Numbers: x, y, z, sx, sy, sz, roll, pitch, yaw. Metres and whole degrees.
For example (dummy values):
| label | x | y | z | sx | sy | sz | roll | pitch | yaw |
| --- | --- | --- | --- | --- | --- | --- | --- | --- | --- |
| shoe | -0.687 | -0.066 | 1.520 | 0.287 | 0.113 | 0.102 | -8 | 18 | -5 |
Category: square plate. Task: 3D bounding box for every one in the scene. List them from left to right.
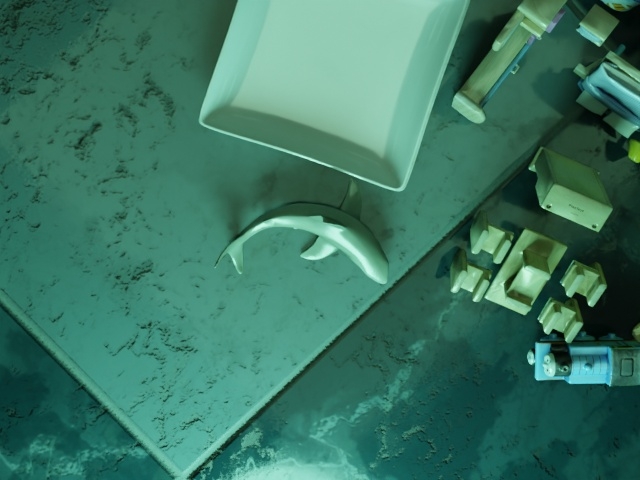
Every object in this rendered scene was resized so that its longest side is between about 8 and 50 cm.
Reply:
| label | x | y | z | sx | sy | sz | roll | pitch | yaw |
| --- | --- | --- | --- | --- | --- | --- | --- | --- | --- |
| square plate | 0.023 | -0.292 | 1.445 | 0.347 | 0.049 | 0.344 | 18 | 95 | -4 |

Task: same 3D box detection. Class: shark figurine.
| label | x | y | z | sx | sy | sz | roll | pitch | yaw |
| --- | --- | --- | --- | --- | --- | --- | --- | --- | --- |
| shark figurine | -0.022 | -0.018 | 1.440 | 0.278 | 0.116 | 0.166 | 3 | 94 | -5 |

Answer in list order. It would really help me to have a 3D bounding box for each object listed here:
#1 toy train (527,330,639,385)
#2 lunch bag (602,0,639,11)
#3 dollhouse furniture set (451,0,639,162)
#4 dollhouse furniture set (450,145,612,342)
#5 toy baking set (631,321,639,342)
| label | x | y | z | sx | sy | sz | roll | pitch | yaw |
| --- | --- | --- | --- | --- | --- | --- | --- | --- | --- |
| toy train | 0.432 | 0.192 | 1.480 | 0.184 | 0.105 | 0.080 | 0 | 95 | -3 |
| lunch bag | 0.464 | -0.528 | 1.410 | 0.243 | 0.115 | 0.303 | -44 | 97 | 0 |
| dollhouse furniture set | 0.378 | -0.201 | 1.351 | 0.303 | 0.286 | 0.198 | 37 | 95 | 4 |
| dollhouse furniture set | 0.349 | -0.002 | 1.466 | 0.212 | 0.161 | 0.242 | 23 | 116 | -4 |
| toy baking set | 0.660 | 0.147 | 1.523 | 0.256 | 0.030 | 0.197 | 22 | 94 | -4 |
